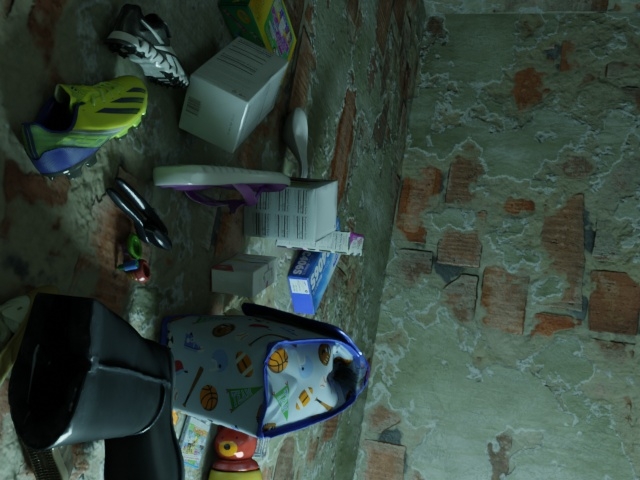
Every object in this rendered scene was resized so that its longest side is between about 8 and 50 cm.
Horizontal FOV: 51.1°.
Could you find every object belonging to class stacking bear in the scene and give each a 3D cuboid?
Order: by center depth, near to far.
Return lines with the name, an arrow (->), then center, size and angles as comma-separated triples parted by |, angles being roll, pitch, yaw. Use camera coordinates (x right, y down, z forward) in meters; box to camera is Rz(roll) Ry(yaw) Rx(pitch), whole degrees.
stacking bear -> -0.220, 0.615, 1.712 | 0.164, 0.175, 0.289 | 28, 62, -69

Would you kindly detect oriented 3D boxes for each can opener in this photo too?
can opener -> -0.341, -0.053, 1.270 | 0.059, 0.073, 0.186 | -63, 145, -30

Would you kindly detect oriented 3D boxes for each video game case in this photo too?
video game case -> -0.301, 0.459, 1.622 | 0.119, 0.015, 0.166 | 64, 36, -60

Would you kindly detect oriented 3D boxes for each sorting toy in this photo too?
sorting toy -> -0.362, 0.039, 1.273 | 0.061, 0.042, 0.102 | -81, 158, -67

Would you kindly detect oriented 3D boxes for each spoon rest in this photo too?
spoon rest -> -0.073, -0.260, 1.986 | 0.137, 0.084, 0.276 | 36, 62, -70

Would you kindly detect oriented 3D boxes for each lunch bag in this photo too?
lunch bag -> -0.117, 0.274, 1.496 | 0.385, 0.327, 0.239 | 9, 89, -54

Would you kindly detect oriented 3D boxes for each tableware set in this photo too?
tableware set -> -0.178, 0.218, 1.769 | 0.020, 0.141, 0.168 | -46, 176, 28

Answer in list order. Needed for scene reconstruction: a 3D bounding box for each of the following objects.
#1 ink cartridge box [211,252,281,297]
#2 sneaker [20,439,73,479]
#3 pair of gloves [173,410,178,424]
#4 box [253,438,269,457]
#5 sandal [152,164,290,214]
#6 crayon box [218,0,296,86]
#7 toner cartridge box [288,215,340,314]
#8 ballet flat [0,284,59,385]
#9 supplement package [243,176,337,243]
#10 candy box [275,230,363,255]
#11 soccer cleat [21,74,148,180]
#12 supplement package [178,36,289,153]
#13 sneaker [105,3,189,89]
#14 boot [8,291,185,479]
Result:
ink cartridge box -> -0.183, 0.081, 1.702 | 0.198, 0.115, 0.067 | -35, 128, -68
sneaker -> -0.443, 0.316, 1.090 | 0.071, 0.066, 0.188 | -92, -176, -70
pair of gloves -> -0.342, 0.409, 1.486 | 0.074, 0.010, 0.083 | 77, 27, -46
box -> -0.188, 0.501, 1.917 | 0.183, 0.056, 0.231 | 50, 49, -67
sandal -> -0.218, -0.108, 1.474 | 0.416, 0.169, 0.102 | -3, 95, -60
crayon box -> -0.148, -0.537, 1.666 | 0.278, 0.081, 0.165 | 66, 35, -58
toner cartridge box -> -0.011, 0.076, 2.298 | 0.348, 0.075, 0.165 | -64, 155, -47
ballet flat -> -0.454, 0.139, 0.952 | 0.073, 0.080, 0.232 | 59, 36, -38
supplement package -> -0.079, -0.090, 1.828 | 0.194, 0.203, 0.149 | -32, 126, -69
candy box -> 0.000, 0.000, 2.050 | 0.159, 0.233, 0.071 | 9, 87, -73
soccer cleat -> -0.368, -0.212, 1.076 | 0.289, 0.093, 0.121 | -65, 147, -47
supplement package -> -0.186, -0.324, 1.468 | 0.139, 0.133, 0.244 | -65, 178, 39
sneaker -> -0.304, -0.361, 1.245 | 0.234, 0.078, 0.106 | 30, 70, -68
boot -> -0.332, 0.302, 1.060 | 0.445, 0.146, 0.367 | 93, -11, -72
